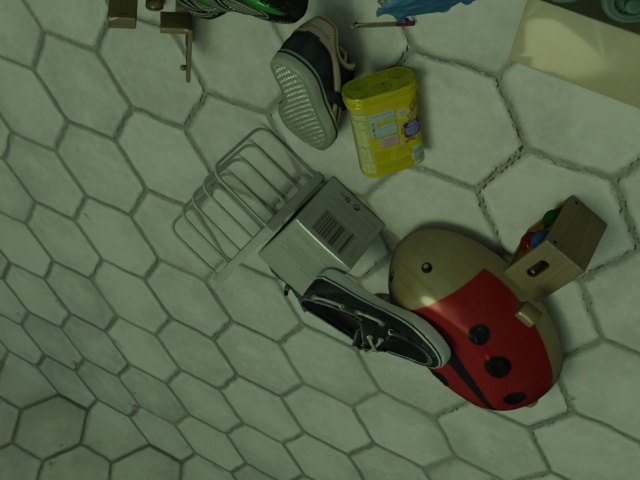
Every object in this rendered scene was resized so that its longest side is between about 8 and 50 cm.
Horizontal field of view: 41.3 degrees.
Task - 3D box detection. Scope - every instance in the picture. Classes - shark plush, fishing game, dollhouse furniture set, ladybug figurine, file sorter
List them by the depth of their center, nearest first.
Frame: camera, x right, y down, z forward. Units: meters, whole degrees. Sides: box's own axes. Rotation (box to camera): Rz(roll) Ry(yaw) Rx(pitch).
[{"bbox_3d":[0.166,-0.360,1.234,0.264,0.189,0.041,-9,94,54],"label":"fishing game"},{"bbox_3d":[-0.321,-0.396,1.609,0.151,0.144,0.123,0,141,-10],"label":"dollhouse furniture set"},{"bbox_3d":[0.294,0.180,1.672,0.449,0.162,0.305,49,141,-13],"label":"ladybug figurine"},{"bbox_3d":[-0.165,-0.074,1.770,0.173,0.193,0.278,45,142,-3],"label":"file sorter"},{"bbox_3d":[-0.073,0.100,1.969,0.073,0.067,0.161,12,135,30],"label":"shark plush"}]

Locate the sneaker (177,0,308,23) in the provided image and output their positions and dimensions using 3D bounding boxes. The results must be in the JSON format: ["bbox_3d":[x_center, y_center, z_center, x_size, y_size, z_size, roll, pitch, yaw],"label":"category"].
[{"bbox_3d":[-0.159,-0.445,1.461,0.344,0.134,0.146,29,149,27],"label":"sneaker"}]

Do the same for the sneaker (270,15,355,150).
[{"bbox_3d":[-0.002,-0.272,1.506,0.126,0.127,0.321,33,167,11],"label":"sneaker"}]

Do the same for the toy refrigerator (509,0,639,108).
[{"bbox_3d":[0.415,-0.266,1.183,0.270,0.094,0.102,25,133,17],"label":"toy refrigerator"}]

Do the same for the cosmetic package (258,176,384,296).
[{"bbox_3d":[0.000,0.000,1.739,0.151,0.151,0.184,44,142,-5],"label":"cosmetic package"}]

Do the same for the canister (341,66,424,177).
[{"bbox_3d":[0.113,-0.202,1.474,0.126,0.073,0.169,-18,130,-4],"label":"canister"}]

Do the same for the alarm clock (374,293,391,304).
[{"bbox_3d":[0.131,0.172,1.885,0.192,0.064,0.129,38,143,6],"label":"alarm clock"}]

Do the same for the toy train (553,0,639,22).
[{"bbox_3d":[0.326,-0.396,1.035,0.334,0.142,0.190,14,144,-4],"label":"toy train"}]

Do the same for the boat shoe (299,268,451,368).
[{"bbox_3d":[0.099,0.168,1.608,0.301,0.102,0.108,33,144,13],"label":"boat shoe"}]

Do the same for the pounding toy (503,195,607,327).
[{"bbox_3d":[0.365,0.048,1.445,0.094,0.206,0.181,40,143,-1],"label":"pounding toy"}]
